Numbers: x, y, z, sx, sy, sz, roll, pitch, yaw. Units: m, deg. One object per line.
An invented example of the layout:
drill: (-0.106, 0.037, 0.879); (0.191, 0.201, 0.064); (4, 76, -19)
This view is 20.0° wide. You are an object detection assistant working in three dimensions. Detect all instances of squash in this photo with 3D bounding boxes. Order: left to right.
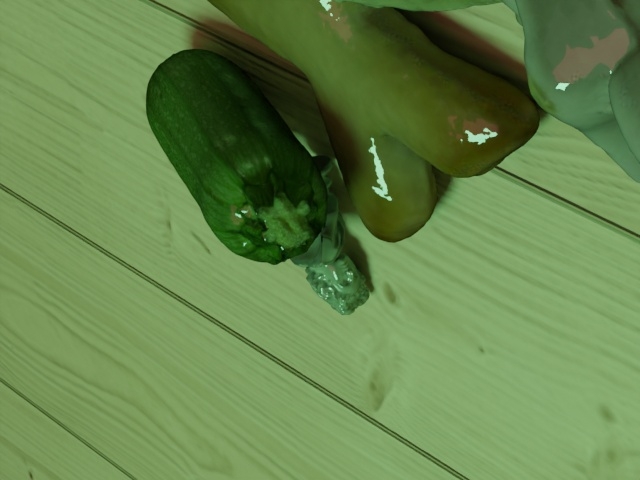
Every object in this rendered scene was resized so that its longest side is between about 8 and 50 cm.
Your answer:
squash: (-0.048, -0.047, 1.025); (0.077, 0.068, 0.219); (67, 173, -31)

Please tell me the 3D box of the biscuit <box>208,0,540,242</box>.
biscuit: (0.012, -0.105, 0.962); (0.208, 0.047, 0.164); (55, 151, 5)

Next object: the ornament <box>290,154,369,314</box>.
ornament: (-0.001, -0.003, 1.076); (0.092, 0.041, 0.068); (83, 163, -51)

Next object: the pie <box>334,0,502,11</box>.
pie: (0.024, -0.253, 0.769); (0.337, 0.075, 0.337); (29, 135, 34)

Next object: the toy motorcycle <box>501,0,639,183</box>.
toy motorcycle: (0.113, -0.092, 0.604); (0.108, 0.223, 0.340); (-37, 94, 26)
